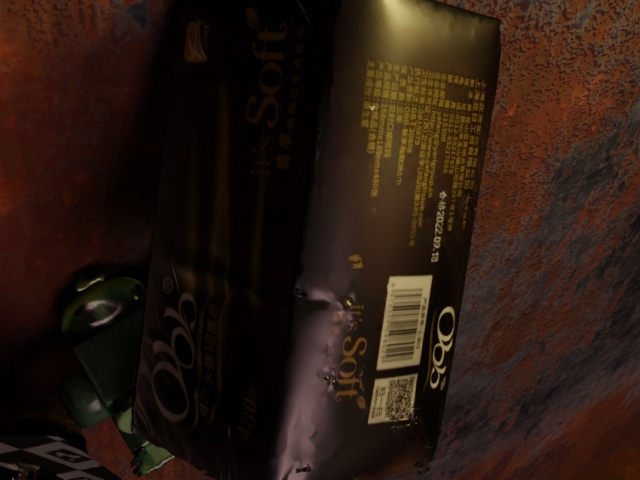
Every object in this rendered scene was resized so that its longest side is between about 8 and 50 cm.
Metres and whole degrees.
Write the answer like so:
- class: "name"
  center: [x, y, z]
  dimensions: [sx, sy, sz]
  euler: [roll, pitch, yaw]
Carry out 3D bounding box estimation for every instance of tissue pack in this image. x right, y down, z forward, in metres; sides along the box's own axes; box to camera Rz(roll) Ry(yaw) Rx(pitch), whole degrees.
- class: "tissue pack"
  center: [0.000, 0.000, 0.771]
  dimensions: [0.210, 0.198, 0.370]
  euler: [3, 97, -49]

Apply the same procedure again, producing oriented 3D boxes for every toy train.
- class: "toy train"
  center: [-0.125, 0.101, 0.991]
  dimensions: [0.271, 0.159, 0.188]
  euler: [-31, 156, -12]

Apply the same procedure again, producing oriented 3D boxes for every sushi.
- class: "sushi"
  center: [-0.291, 0.204, 0.951]
  dimensions: [0.293, 0.059, 0.292]
  euler: [-1, 150, 20]
